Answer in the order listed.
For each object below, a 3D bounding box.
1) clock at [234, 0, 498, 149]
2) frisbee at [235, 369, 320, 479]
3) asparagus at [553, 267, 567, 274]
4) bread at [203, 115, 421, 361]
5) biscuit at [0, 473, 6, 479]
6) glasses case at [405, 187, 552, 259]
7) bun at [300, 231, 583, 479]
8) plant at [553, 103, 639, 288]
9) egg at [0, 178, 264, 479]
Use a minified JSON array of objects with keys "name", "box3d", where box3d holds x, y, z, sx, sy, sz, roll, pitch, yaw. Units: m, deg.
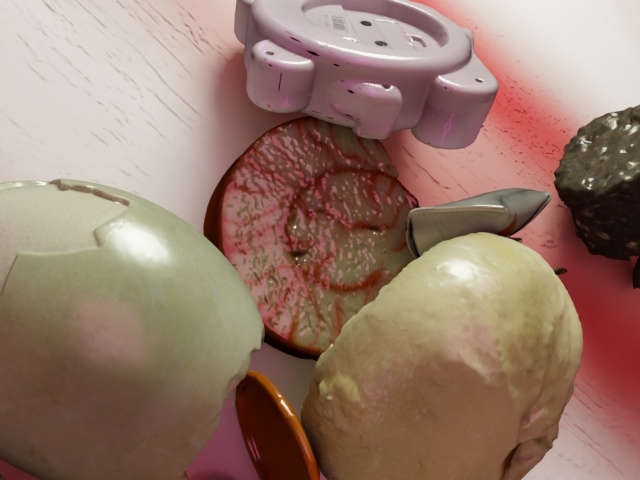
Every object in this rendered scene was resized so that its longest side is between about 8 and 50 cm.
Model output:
[{"name":"clock","box3d":[0.051,-0.252,0.763,0.322,0.113,0.295,1,44,-17]},{"name":"frisbee","box3d":[-0.044,0.240,0.650,0.035,0.192,0.192,-17,86,-29]},{"name":"asparagus","box3d":[0.357,0.055,0.935,0.163,0.016,0.016,-2,61,-20]},{"name":"bread","box3d":[-0.002,0.004,0.755,0.295,0.114,0.327,-25,91,-24]},{"name":"biscuit","box3d":[-0.269,0.274,0.458,0.379,0.094,0.054,43,111,9]},{"name":"glasses case","box3d":[0.232,-0.024,0.770,0.308,0.128,0.083,-15,93,-56]},{"name":"bun","box3d":[0.167,0.181,0.650,0.364,0.202,0.364,-23,133,-28]},{"name":"plant","box3d":[0.554,-0.057,0.929,0.312,0.213,0.215,44,66,-18]},{"name":"egg","box3d":[-0.231,0.086,0.562,0.336,0.278,0.278,35,69,-10]}]
